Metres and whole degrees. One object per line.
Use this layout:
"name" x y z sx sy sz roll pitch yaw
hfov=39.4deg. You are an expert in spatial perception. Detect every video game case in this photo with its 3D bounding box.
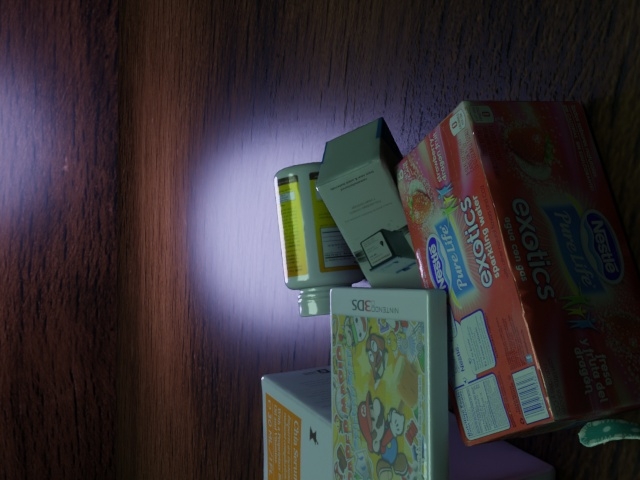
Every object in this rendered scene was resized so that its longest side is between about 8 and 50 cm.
"video game case" 0.066 0.162 0.929 0.206 0.026 0.226 -5 86 64

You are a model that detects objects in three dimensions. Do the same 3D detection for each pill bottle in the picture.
"pill bottle" 0.000 0.000 1.288 0.117 0.117 0.214 165 100 -64

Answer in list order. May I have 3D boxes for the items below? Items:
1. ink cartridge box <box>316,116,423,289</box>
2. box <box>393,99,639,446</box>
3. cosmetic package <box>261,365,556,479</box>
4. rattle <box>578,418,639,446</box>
"ink cartridge box" 0.075 -0.024 1.015 0.190 0.082 0.139 59 -162 -21
"box" 0.193 0.031 0.858 0.154 0.142 0.299 136 126 -58
"cosmetic package" 0.082 0.324 1.117 0.453 0.162 0.230 15 108 63
"rattle" 0.303 0.139 0.695 0.199 0.130 0.142 -132 44 -69
